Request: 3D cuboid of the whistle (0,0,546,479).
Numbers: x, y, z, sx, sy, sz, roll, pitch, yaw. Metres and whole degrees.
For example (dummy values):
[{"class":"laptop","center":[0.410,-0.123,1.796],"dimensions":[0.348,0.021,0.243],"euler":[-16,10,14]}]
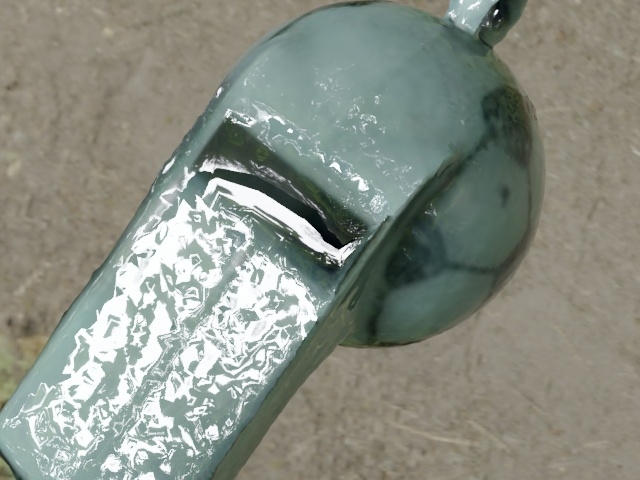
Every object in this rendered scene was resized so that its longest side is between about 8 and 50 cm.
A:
[{"class":"whistle","center":[0.000,0.000,0.637],"dimensions":[0.163,0.163,0.289],"euler":[42,100,37]}]
